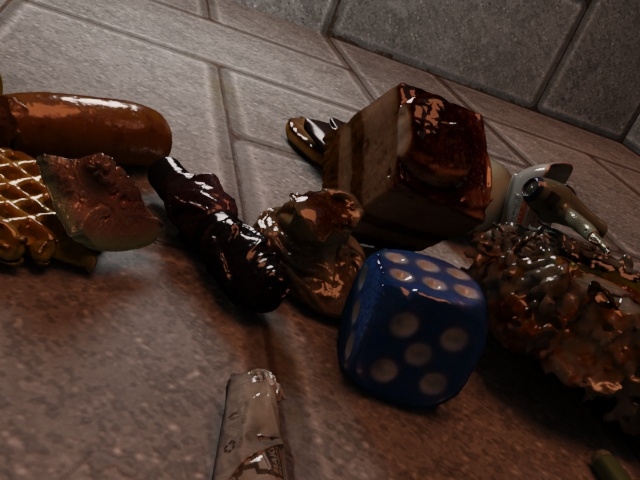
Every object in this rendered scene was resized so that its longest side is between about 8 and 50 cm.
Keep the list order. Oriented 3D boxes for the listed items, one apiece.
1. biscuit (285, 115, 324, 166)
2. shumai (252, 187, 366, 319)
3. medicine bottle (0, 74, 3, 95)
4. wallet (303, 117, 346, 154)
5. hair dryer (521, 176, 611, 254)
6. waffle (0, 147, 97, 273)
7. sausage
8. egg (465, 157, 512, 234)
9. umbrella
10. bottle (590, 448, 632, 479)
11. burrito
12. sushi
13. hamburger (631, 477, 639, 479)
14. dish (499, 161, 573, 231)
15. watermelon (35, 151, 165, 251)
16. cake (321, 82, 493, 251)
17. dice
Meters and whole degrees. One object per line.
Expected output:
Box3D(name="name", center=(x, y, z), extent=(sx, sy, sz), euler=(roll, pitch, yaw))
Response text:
Box3D(name="biscuit", center=(0.044, -0.170, 1.485), extent=(0.299, 0.045, 0.154), euler=(40, 30, 30))
Box3D(name="shumai", center=(0.000, 0.000, 0.973), extent=(0.161, 0.153, 0.209), euler=(-2, 38, -33))
Box3D(name="medicine bottle", center=(-0.549, -0.220, 0.959), extent=(0.212, 0.122, 0.122), euler=(23, 24, 1))
Box3D(name="wallet", center=(0.083, -0.160, 1.399), extent=(0.182, 0.049, 0.229), euler=(7, 33, -33))
Box3D(name="hair dryer", center=(0.412, -0.018, 1.098), extent=(0.167, 0.067, 0.199), euler=(19, 22, -36))
Box3D(name="waffle", center=(-0.370, -0.047, 0.851), extent=(0.245, 0.052, 0.254), euler=(14, 25, -23))
Box3D(name="sausage", center=(-0.332, -0.161, 1.052), extent=(0.270, 0.109, 0.109), euler=(-2, 34, -47))
Box3D(name="egg", center=(0.292, -0.085, 1.402), extent=(0.151, 0.151, 0.209), euler=(36, 34, 27))
Box3D(name="umbrella", center=(-0.141, -0.019, 0.949), extent=(0.094, 0.090, 0.326), euler=(-19, 43, -26))
Box3D(name="bottle", center=(0.344, 0.280, 0.836), extent=(0.030, 0.030, 0.083), euler=(15, 24, -19))
Box3D(name="burrito", center=(-0.061, 0.183, 0.639), extent=(0.064, 0.064, 0.203), euler=(18, 25, -11))
Box3D(name="sushi", center=(0.372, 0.111, 1.024), extent=(0.417, 0.176, 0.417), euler=(24, 18, -8))
Box3D(name="hamburger", center=(0.367, 0.325, 0.676), extent=(0.231, 0.107, 0.231), euler=(23, 24, -11))
Box3D(name="dish", center=(0.392, -0.048, 1.356), extent=(0.077, 0.212, 0.151), euler=(20, 19, 33))
Box3D(name="watermelon", center=(-0.246, -0.031, 0.835), extent=(0.155, 0.080, 0.101), euler=(51, 21, -53))
Box3D(name="cake", center=(0.147, -0.114, 1.114), extent=(0.198, 0.293, 0.196), euler=(15, 66, -26))
Box3D(name="dice", center=(0.107, 0.101, 0.861), extent=(0.143, 0.146, 0.146), euler=(16, 21, -10))
